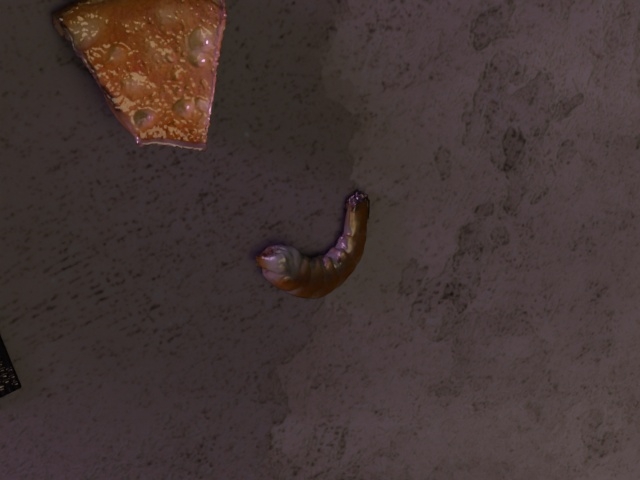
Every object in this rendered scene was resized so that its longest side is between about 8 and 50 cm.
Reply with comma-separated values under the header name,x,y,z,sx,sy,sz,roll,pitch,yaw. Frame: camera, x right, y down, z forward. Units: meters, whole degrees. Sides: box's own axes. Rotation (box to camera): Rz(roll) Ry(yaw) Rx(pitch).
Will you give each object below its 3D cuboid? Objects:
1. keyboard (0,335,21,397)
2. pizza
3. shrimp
name,x,y,z,sx,sy,sz,roll,pitch,yaw
keyboard,-0.417,0.110,1.553,0.061,0.013,0.204,-26,126,-20
pizza,-0.211,-0.199,1.489,0.204,0.080,0.188,3,90,-23
shrimp,0.000,0.000,1.742,0.161,0.049,0.166,22,100,-41
